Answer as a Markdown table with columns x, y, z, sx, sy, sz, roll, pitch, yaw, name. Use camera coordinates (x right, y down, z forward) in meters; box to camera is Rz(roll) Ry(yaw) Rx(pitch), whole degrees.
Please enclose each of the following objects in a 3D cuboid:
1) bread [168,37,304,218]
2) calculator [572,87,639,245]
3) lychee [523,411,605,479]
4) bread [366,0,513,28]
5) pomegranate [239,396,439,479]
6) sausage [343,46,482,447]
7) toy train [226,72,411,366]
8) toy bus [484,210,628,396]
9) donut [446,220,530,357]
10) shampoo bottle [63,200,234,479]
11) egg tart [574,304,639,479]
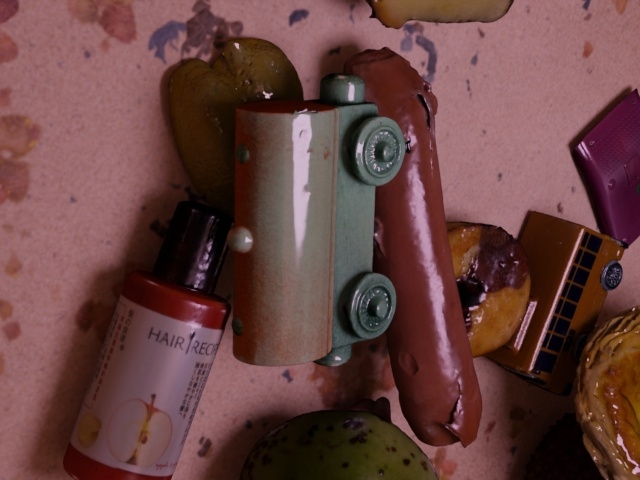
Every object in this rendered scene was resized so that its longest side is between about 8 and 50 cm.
| x | y | z | sx | sy | sz | roll | pitch | yaw | name |
| --- | --- | --- | --- | --- | --- | --- | --- | --- | --- |
| -0.061 | -0.104 | 1.211 | 0.149 | 0.065 | 0.187 | -36 | 121 | -29 | bread |
| 0.387 | -0.084 | 1.575 | 0.126 | 0.034 | 0.190 | -43 | 126 | -21 | calculator |
| 0.348 | 0.303 | 1.581 | 0.188 | 0.188 | 0.188 | -12 | 111 | -34 | lychee |
| 0.108 | -0.339 | 1.205 | 0.204 | 0.162 | 0.262 | -13 | 135 | -35 | bread |
| 0.027 | 0.251 | 1.323 | 0.248 | 0.214 | 0.214 | -68 | 142 | -50 | pomegranate |
| 0.095 | 0.010 | 1.281 | 0.094 | 0.094 | 0.418 | -33 | 115 | -65 | sausage |
| -0.015 | -0.012 | 1.176 | 0.177 | 0.116 | 0.285 | -11 | 110 | -40 | toy train |
| 0.274 | 0.075 | 1.496 | 0.114 | 0.098 | 0.201 | 21 | 91 | -39 | toy bus |
| 0.149 | 0.053 | 1.411 | 0.184 | 0.073 | 0.166 | -16 | 114 | -32 | donut |
| -0.150 | 0.099 | 1.178 | 0.104 | 0.104 | 0.278 | 17 | 93 | -39 | shampoo bottle |
| 0.404 | 0.216 | 1.479 | 0.295 | 0.116 | 0.294 | 12 | 63 | -26 | egg tart |
